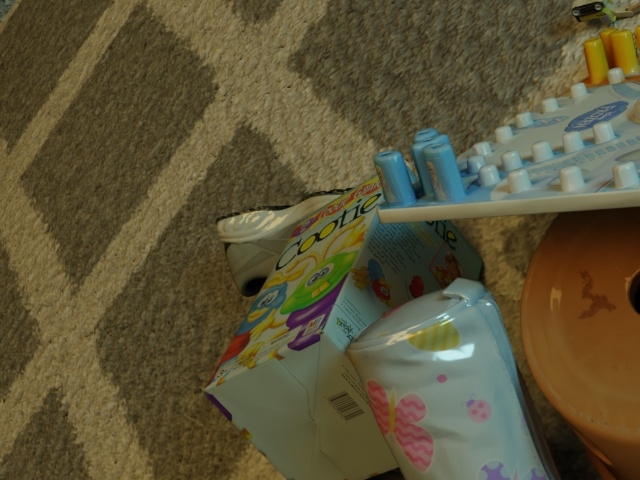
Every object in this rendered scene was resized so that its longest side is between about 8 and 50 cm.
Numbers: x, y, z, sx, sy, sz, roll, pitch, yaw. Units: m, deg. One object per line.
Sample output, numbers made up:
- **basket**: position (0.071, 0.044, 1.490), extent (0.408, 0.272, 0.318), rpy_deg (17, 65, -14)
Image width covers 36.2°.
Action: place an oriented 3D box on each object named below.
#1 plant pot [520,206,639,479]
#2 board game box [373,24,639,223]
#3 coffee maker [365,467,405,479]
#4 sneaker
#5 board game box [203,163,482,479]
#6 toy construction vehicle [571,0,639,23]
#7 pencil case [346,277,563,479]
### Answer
- **plant pot**: position (0.279, 0.068, 0.687), extent (0.291, 0.203, 0.290), rpy_deg (-23, 54, 36)
- **board game box**: position (0.289, -0.117, 0.694), extent (0.390, 0.390, 0.050), rpy_deg (-4, 110, 45)
- **coffee maker**: position (0.087, 0.276, 0.857), extent (0.178, 0.120, 0.171), rpy_deg (-5, 88, 46)
- **sneaker**: position (0.000, 0.000, 1.116), extent (0.272, 0.100, 0.107), rpy_deg (-14, 83, 38)
- **board game box**: position (0.033, 0.073, 0.899), extent (0.142, 0.144, 0.275), rpy_deg (-30, 19, 33)
- **toy construction vehicle**: position (0.293, -0.258, 0.991), extent (0.098, 0.035, 0.085), rpy_deg (-7, 53, 41)
- **pencil case**: position (0.122, 0.166, 0.714), extent (0.124, 0.114, 0.273), rpy_deg (-25, 92, 51)
